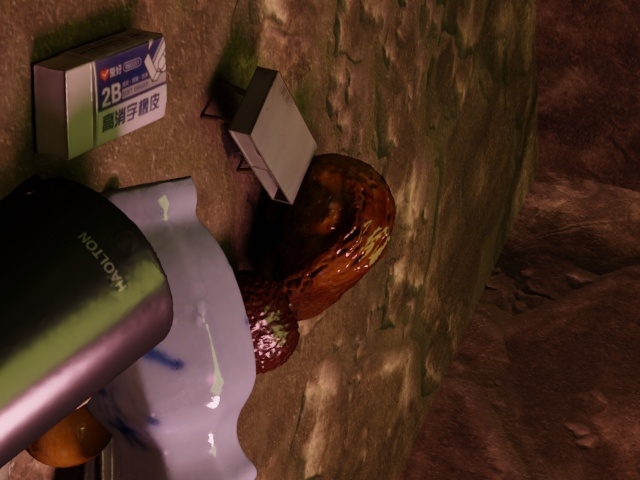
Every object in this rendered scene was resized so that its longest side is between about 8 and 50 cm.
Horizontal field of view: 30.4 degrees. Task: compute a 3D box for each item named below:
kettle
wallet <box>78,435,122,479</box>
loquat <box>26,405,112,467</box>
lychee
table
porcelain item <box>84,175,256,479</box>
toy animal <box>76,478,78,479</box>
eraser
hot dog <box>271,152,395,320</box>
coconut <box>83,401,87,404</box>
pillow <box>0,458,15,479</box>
[{"bbox_3d":[-0.319,0.077,1.087,0.308,0.203,0.262,-42,128,-39],"label":"kettle"},{"bbox_3d":[-0.307,0.293,1.793,0.168,0.052,0.245,24,66,-69],"label":"wallet"},{"bbox_3d":[-0.349,0.244,1.610,0.141,0.141,0.141,-48,146,-48],"label":"loquat"},{"bbox_3d":[-0.128,0.141,1.997,0.194,0.194,0.194,-48,146,-48],"label":"lychee"},{"bbox_3d":[-0.104,-0.175,1.937,0.121,0.111,0.240,-67,157,-19],"label":"table"},{"bbox_3d":[-0.206,0.129,1.515,0.178,0.242,0.405,-13,95,-38],"label":"porcelain item"},{"bbox_3d":[-0.359,0.402,1.811,0.060,0.081,0.083,43,28,-57],"label":"toy animal"},{"bbox_3d":[-0.287,-0.195,1.550,0.210,0.068,0.124,-37,138,-55],"label":"eraser"},{"bbox_3d":[0.000,0.000,2.120,0.387,0.174,0.267,131,-31,-64],"label":"hot dog"},{"bbox_3d":[-0.349,0.110,1.349,0.230,0.227,0.227,-120,-150,-59],"label":"coconut"},{"bbox_3d":[-0.462,0.304,1.450,0.181,0.078,0.134,29,78,-66],"label":"pillow"}]
